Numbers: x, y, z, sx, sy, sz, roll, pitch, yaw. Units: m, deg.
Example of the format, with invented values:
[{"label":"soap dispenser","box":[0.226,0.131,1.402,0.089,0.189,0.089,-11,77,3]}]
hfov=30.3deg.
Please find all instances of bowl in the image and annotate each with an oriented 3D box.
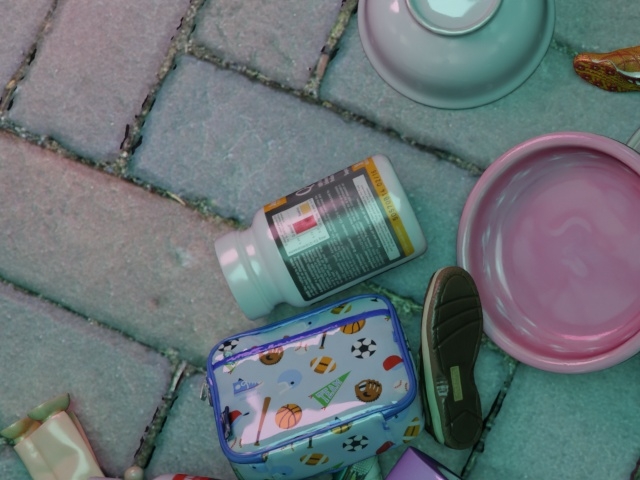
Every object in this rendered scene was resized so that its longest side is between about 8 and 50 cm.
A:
[{"label":"bowl","box":[0.196,-0.349,1.730,0.298,0.134,0.298,-1,83,8]}]

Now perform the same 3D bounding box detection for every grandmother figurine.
[{"label":"grandmother figurine","box":[-0.328,0.395,1.726,0.208,0.104,0.342,-35,82,30]}]

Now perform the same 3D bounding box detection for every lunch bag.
[{"label":"lunch bag","box":[-0.016,0.204,1.661,0.303,0.115,0.243,-17,47,4]}]

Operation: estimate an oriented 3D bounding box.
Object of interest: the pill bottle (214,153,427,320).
[{"label":"pill bottle","box":[0.000,0.000,1.695,0.278,0.162,0.162,-24,80,3]}]

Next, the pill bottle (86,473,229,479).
[{"label":"pill bottle","box":[-0.141,0.421,1.562,0.363,0.210,0.210,7,84,5]}]

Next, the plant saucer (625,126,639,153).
[{"label":"plant saucer","box":[0.602,-0.034,1.654,0.400,0.100,0.400,-1,82,8]}]

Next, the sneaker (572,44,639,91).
[{"label":"sneaker","box":[0.457,-0.255,1.729,0.175,0.064,0.067,7,64,3]}]

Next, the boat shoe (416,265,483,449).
[{"label":"boat shoe","box":[0.169,0.163,1.677,0.095,0.095,0.257,0,92,-26]}]

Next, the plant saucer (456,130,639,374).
[{"label":"plant saucer","box":[0.351,0.017,1.637,0.332,0.084,0.332,0,90,35]}]

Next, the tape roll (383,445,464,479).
[{"label":"tape roll","box":[0.202,0.389,1.562,0.275,0.275,0.090,37,89,10]}]

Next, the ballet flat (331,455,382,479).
[{"label":"ballet flat","box":[0.040,0.360,1.696,0.079,0.077,0.221,27,92,-8]}]
